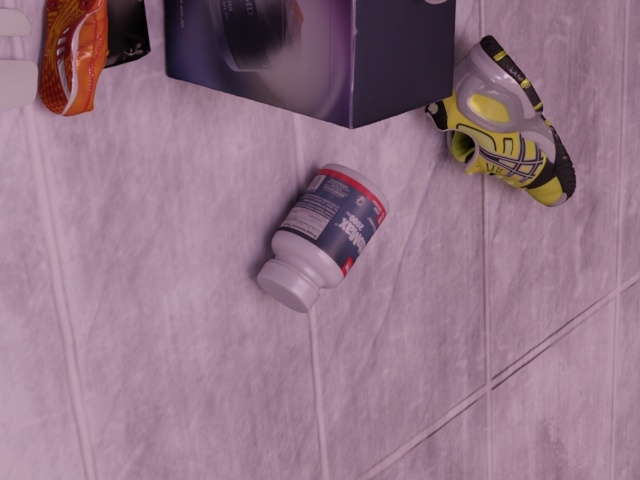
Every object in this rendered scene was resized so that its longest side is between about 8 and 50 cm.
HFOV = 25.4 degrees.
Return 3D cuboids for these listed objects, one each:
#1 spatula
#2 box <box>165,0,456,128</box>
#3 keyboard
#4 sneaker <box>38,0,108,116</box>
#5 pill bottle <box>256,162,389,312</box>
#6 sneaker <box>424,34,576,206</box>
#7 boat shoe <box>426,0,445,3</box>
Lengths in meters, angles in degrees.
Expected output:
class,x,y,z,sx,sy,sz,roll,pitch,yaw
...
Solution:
class,x,y,z,sx,sy,sz,roll,pitch,yaw
spatula,-0.375,-0.201,1.381,0.242,0.019,0.168,-14,116,-47
box,-0.016,-0.306,1.543,0.183,0.294,0.296,-23,121,-43
keyboard,-0.222,-0.284,1.528,0.100,0.038,0.192,-15,121,-20
sneaker,-0.253,-0.218,1.497,0.067,0.064,0.175,-14,124,-61
pill bottle,0.000,0.000,1.840,0.180,0.108,0.108,-56,139,-17
sneaker,0.264,-0.154,2.097,0.147,0.145,0.384,-36,141,6
boat shoe,0.108,-0.299,1.425,0.046,0.038,0.125,-15,125,4
